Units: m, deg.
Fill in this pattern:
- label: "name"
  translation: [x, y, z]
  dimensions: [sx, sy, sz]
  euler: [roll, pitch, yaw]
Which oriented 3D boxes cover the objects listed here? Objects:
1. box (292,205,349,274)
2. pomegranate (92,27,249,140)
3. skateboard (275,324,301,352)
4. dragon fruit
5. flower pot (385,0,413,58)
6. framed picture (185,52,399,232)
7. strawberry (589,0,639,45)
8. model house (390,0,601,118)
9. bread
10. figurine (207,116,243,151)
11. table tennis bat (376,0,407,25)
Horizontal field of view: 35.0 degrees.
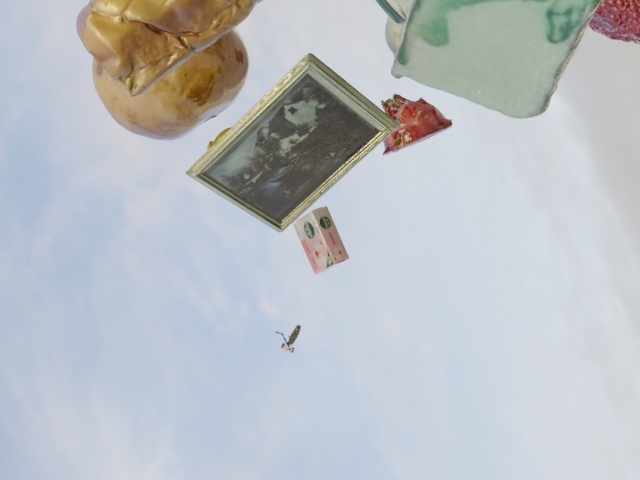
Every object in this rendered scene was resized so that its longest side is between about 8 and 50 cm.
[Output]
- label: "box"
  translation: [0.000, 0.000, 2.138]
  dimensions: [0.043, 0.089, 0.125]
  euler: [-21, -97, -34]
- label: "pomegranate"
  translation: [-0.332, -0.392, 2.205]
  dimensions: [0.338, 0.338, 0.338]
  euler: [38, -143, -35]
- label: "skateboard"
  translation: [-0.065, 0.195, 2.131]
  dimensions: [0.064, 0.032, 0.083]
  euler: [-62, -19, -16]
- label: "dragon fruit"
  translation: [0.178, -0.244, 2.004]
  dimensions: [0.111, 0.153, 0.153]
  euler: [65, -151, -4]
- label: "flower pot"
  translation: [0.271, -0.497, 2.390]
  dimensions: [0.246, 0.246, 0.195]
  euler: [11, -122, -54]
- label: "framed picture"
  translation: [-0.042, -0.148, 1.684]
  dimensions: [0.232, 0.296, 0.019]
  euler: [32, -154, -37]
- label: "strawberry"
  translation: [0.609, -0.480, 1.955]
  dimensions: [0.261, 0.257, 0.261]
  euler: [52, -177, -3]
- label: "model house"
  translation: [0.238, -0.357, 1.202]
  dimensions: [0.194, 0.267, 0.325]
  euler: [20, -125, 1]
- label: "bread"
  translation: [-0.159, -0.312, 1.264]
  dimensions: [0.132, 0.294, 0.167]
  euler: [53, -175, -15]
- label: "figurine"
  translation: [-0.092, -0.186, 1.994]
  dimensions: [0.218, 0.326, 0.169]
  euler: [14, -123, -37]
- label: "table tennis bat"
  translation: [0.094, -0.470, 1.864]
  dimensions: [0.201, 0.033, 0.124]
  euler: [35, -156, -38]
